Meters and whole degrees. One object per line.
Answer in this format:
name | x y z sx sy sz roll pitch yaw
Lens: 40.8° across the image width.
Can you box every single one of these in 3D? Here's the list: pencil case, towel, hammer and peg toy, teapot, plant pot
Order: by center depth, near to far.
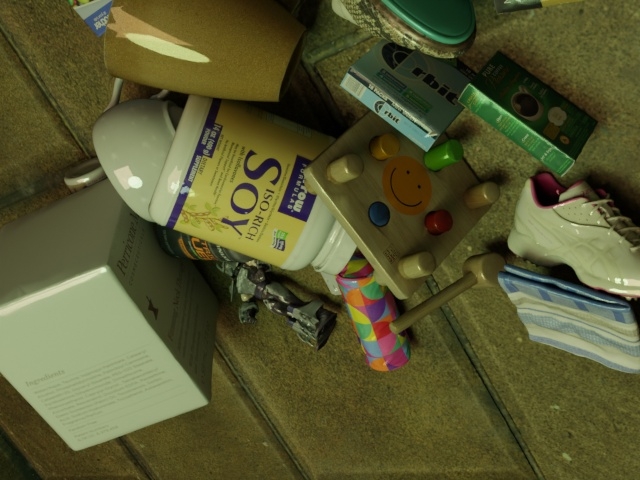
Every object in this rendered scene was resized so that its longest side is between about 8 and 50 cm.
plant pot | -0.157 -0.313 1.302 0.254 0.237 0.237 22 135 1
hammer and peg toy | 0.157 -0.035 1.339 0.361 0.266 0.127 53 149 -11
towel | 0.400 0.130 1.357 0.209 0.034 0.285 18 163 31
teapot | -0.291 -0.174 1.613 0.187 0.253 0.256 -30 133 9
pencil case | 0.104 0.134 1.637 0.104 0.104 0.237 3 125 34

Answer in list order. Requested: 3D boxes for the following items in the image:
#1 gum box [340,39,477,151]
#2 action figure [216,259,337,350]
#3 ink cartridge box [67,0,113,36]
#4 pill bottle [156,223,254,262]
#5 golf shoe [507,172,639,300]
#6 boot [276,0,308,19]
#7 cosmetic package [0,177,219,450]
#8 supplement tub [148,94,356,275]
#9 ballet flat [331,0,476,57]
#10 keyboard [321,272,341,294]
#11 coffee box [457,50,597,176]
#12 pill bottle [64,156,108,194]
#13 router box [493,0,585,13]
gum box | 0.138 -0.229 1.254 0.157 0.184 0.041 38 137 4
action figure | -0.101 0.111 1.768 0.285 0.099 0.185 31 141 16
ink cartridge box | -0.393 -0.481 1.489 0.185 0.065 0.311 -17 126 40
pill bottle | -0.194 -0.023 1.700 0.245 0.130 0.131 2 124 34
golf shoe | 0.407 -0.008 1.261 0.306 0.115 0.140 23 123 42
boot | -0.118 -0.474 1.323 0.269 0.089 0.236 39 148 3
cosmetic package | -0.444 0.147 1.750 0.327 0.329 0.394 -21 125 12
supplement tub | -0.096 -0.090 1.438 0.331 0.241 0.241 20 138 -11
ballet flat | 0.029 -0.429 1.214 0.483 0.164 0.182 52 151 0
keyboard | 0.000 0.000 1.668 0.072 0.014 0.256 -12 116 35
coffee box | 0.297 -0.184 1.232 0.184 0.113 0.040 36 140 4
pill bottle | -0.463 -0.078 1.864 0.112 0.112 0.187 -2 122 37
router box | 0.303 -0.447 1.037 0.242 0.081 0.309 0 123 36
